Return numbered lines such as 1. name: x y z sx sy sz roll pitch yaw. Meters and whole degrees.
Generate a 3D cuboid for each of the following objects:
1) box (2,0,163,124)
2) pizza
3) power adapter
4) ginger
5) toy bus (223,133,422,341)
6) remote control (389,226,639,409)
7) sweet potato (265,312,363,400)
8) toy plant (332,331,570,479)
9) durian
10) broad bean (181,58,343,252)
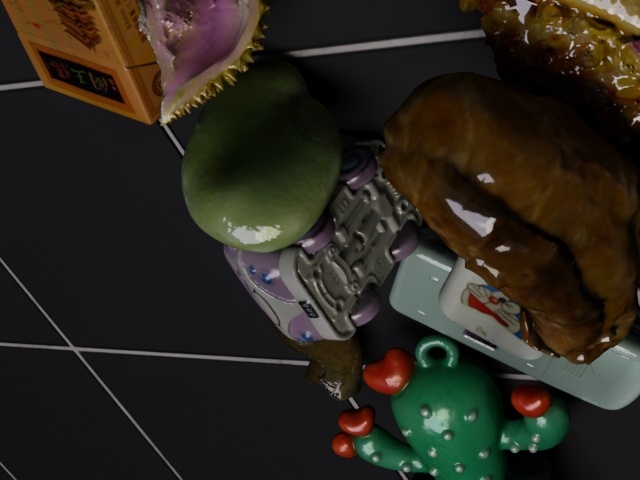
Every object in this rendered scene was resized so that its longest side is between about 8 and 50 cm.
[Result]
1. box: -0.252 -0.258 1.462 0.174 0.076 0.274 23 147 36
2. pizza: 0.232 -0.138 1.250 0.289 0.081 0.229 24 146 9
3. power adapter: 0.212 0.005 1.410 0.130 0.125 0.205 28 147 7
4. ginger: 0.190 -0.015 1.227 0.172 0.165 0.321 -19 123 35
5. toy bus: 0.000 0.000 1.505 0.142 0.202 0.142 3 137 40
6. remote control: 0.222 0.087 1.571 0.296 0.056 0.140 25 148 8
7. sweet potato: -0.033 0.085 1.747 0.112 0.085 0.286 -9 129 51
8. toy plant: 0.192 0.278 1.738 0.279 0.185 0.400 1 120 46
9. durian: -0.125 -0.224 1.375 0.182 0.132 0.165 57 134 19
10. broad bean: -0.063 -0.086 1.438 0.169 0.228 0.100 -25 134 1
